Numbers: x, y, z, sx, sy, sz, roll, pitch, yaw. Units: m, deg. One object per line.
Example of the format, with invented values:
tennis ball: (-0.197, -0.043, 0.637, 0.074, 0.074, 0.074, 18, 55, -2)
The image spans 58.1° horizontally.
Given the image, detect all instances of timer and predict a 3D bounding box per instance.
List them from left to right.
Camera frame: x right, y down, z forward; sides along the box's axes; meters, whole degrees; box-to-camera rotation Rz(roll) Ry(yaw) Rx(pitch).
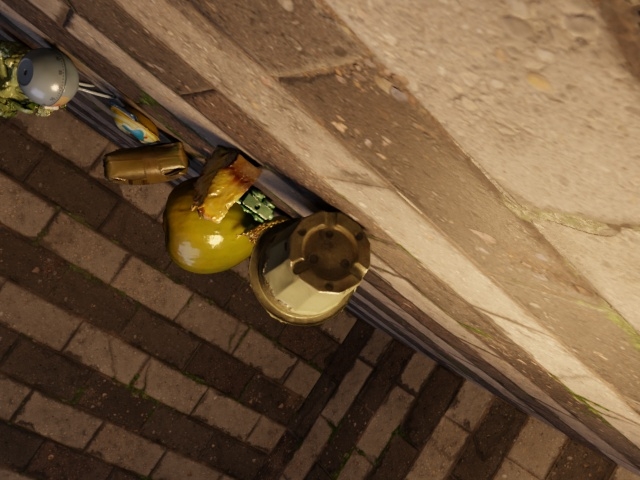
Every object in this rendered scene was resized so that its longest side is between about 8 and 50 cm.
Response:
timer: (-0.738, -0.435, 1.641, 0.175, 0.175, 0.255, 30, 173, 25)

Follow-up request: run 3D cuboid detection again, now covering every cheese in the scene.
cheese: (-0.560, -0.356, 1.719, 0.177, 0.069, 0.270, 33, 172, 1)

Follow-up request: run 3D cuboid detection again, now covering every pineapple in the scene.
pineapple: (-0.221, -0.140, 1.377, 0.114, 0.186, 0.236, 34, -143, -25)

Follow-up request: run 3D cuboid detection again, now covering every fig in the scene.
fig: (-0.347, -0.047, 1.902, 0.343, 0.343, 0.343, 33, 173, 5)

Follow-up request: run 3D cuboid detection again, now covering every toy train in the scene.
toy train: (-0.241, -0.143, 1.697, 0.251, 0.085, 0.119, 38, -179, -31)

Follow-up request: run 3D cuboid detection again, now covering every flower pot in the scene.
flower pot: (-0.015, 0.047, 1.343, 0.290, 0.290, 0.259, 34, 160, -4)

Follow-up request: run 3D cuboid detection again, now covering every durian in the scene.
durian: (-0.163, -0.019, 1.784, 0.208, 0.102, 0.146, -8, 168, -29)

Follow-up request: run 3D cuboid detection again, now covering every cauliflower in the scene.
cauliflower: (-1.010, -0.518, 1.934, 0.275, 0.250, 0.272, 34, 172, 37)

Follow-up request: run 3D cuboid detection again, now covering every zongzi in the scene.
zongzi: (-0.553, -0.241, 1.859, 0.260, 0.123, 0.289, -10, -173, -12)
